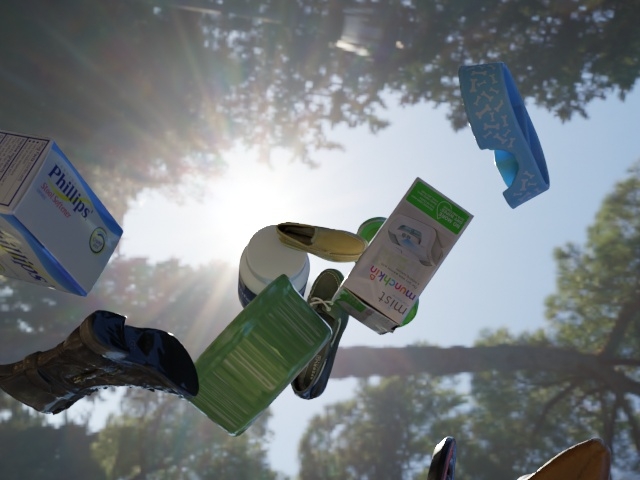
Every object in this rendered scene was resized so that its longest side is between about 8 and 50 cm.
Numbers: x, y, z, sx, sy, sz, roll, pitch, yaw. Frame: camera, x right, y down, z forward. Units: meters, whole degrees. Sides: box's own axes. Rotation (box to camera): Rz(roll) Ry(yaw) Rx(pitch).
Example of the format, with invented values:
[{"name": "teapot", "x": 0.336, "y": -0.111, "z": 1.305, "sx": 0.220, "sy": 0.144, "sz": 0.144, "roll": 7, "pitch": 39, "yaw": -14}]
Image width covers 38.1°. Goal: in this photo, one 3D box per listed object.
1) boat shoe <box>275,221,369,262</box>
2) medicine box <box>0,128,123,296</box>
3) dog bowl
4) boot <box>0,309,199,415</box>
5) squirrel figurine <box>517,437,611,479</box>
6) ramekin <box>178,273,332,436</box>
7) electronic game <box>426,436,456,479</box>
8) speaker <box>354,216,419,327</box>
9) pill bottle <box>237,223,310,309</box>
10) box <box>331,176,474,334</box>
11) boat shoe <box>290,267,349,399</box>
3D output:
[{"name": "boat shoe", "x": 0.000, "y": 0.000, "z": 1.825, "sx": 0.072, "sy": 0.190, "sz": 0.068, "roll": 54, "pitch": 46, "yaw": -68}, {"name": "medicine box", "x": -0.528, "y": -0.055, "z": 1.560, "sx": 0.289, "sy": 0.263, "sz": 0.149, "roll": 12, "pitch": -118, "yaw": 24}, {"name": "dog bowl", "x": 0.324, "y": -0.186, "z": 1.608, "sx": 0.074, "sy": 0.297, "sz": 0.165, "roll": -17, "pitch": -136, "yaw": 22}, {"name": "boot", "x": -0.348, "y": 0.213, "z": 1.451, "sx": 0.229, "sy": 0.263, "sz": 0.091, "roll": -32, "pitch": -139, "yaw": 25}, {"name": "squirrel figurine", "x": 0.342, "y": 0.529, "z": 1.511, "sx": 0.281, "sy": 0.397, "sz": 0.370, "roll": 62, "pitch": 0, "yaw": 15}, {"name": "ramekin", "x": -0.118, "y": 0.222, "z": 1.732, "sx": 0.148, "sy": 0.303, "sz": 0.303, "roll": 43, "pitch": -42, "yaw": 4}, {"name": "electronic game", "x": 0.226, "y": 0.481, "z": 1.731, "sx": 0.229, "sy": 0.048, "sz": 0.229, "roll": 8, "pitch": 90, "yaw": -75}, {"name": "speaker", "x": 0.151, "y": 0.071, "z": 2.172, "sx": 0.296, "sy": 0.131, "sz": 0.131, "roll": -97, "pitch": -156, "yaw": -54}, {"name": "pill bottle", "x": -0.101, "y": 0.071, "z": 2.002, "sx": 0.264, "sy": 0.153, "sz": 0.153, "roll": 104, "pitch": -23, "yaw": -67}, {"name": "box", "x": 0.140, "y": 0.039, "z": 1.649, "sx": 0.231, "sy": 0.127, "sz": 0.262, "roll": -54, "pitch": 177, "yaw": -9}, {"name": "boat shoe", "x": -0.003, "y": 0.227, "z": 2.285, "sx": 0.112, "sy": 0.095, "sz": 0.335, "roll": 9, "pitch": -98, "yaw": 19}]
